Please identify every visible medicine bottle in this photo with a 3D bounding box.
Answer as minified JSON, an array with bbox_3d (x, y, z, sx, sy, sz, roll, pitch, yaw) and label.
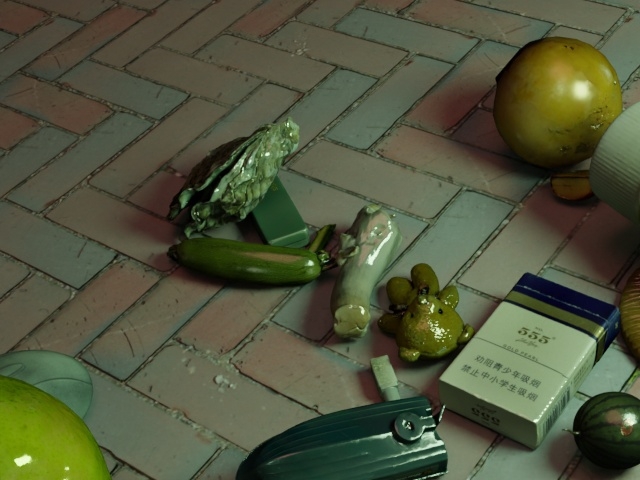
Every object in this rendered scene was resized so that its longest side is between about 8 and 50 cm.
[{"bbox_3d":[0.596,-0.048,1.644,0.224,0.224,0.384,-28,45,-19],"label":"medicine bottle"}]

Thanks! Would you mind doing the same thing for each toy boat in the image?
[{"bbox_3d":[0.027,0.295,1.510,0.296,0.122,0.114,-11,59,-15],"label":"toy boat"}]

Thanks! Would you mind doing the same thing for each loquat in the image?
[{"bbox_3d":[0.417,-0.242,1.960,0.235,0.235,0.235,-6,41,5],"label":"loquat"}]

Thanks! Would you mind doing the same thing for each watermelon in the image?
[{"bbox_3d":[0.383,0.255,1.492,0.133,0.105,0.105,2,39,-13],"label":"watermelon"}]

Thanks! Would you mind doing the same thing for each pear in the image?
[{"bbox_3d":[-0.444,0.339,1.402,0.391,0.391,0.391,-6,41,5],"label":"pear"}]

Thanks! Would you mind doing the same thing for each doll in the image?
[{"bbox_3d":[0.153,0.103,1.729,0.137,0.097,0.209,-20,36,-3],"label":"doll"}]

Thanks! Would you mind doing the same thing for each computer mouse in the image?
[{"bbox_3d":[-0.517,0.275,1.659,0.371,0.122,0.188,-37,47,-23],"label":"computer mouse"}]

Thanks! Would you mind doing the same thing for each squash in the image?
[{"bbox_3d":[-0.126,0.036,1.878,0.318,0.080,0.071,5,81,19],"label":"squash"}]

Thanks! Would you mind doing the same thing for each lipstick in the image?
[{"bbox_3d":[0.104,0.227,1.643,0.030,0.030,0.129,-14,41,-4],"label":"lipstick"}]

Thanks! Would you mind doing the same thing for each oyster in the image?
[{"bbox_3d":[-0.156,-0.107,1.973,0.267,0.112,0.198,-34,21,23],"label":"oyster"}]

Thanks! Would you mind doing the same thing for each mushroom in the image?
[{"bbox_3d":[0.071,0.048,1.810,0.096,0.099,0.278,-16,37,37],"label":"mushroom"}]

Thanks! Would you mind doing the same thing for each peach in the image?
[{"bbox_3d":[0.442,-0.094,1.919,0.083,0.050,0.077,-6,17,-9],"label":"peach"}]

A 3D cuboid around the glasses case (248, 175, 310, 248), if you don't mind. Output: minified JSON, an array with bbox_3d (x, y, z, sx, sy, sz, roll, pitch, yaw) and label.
[{"bbox_3d":[-0.084,-0.047,1.985,0.078,0.039,0.184,-20,42,-10],"label":"glasses case"}]

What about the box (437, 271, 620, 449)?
[{"bbox_3d":[0.309,0.168,1.636,0.168,0.071,0.259,23,50,32],"label":"box"}]

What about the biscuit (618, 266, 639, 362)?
[{"bbox_3d":[0.607,0.111,1.662,0.318,0.040,0.318,-5,41,5],"label":"biscuit"}]

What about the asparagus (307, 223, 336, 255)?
[{"bbox_3d":[0.001,0.000,1.927,0.025,0.021,0.108,11,45,24],"label":"asparagus"}]
